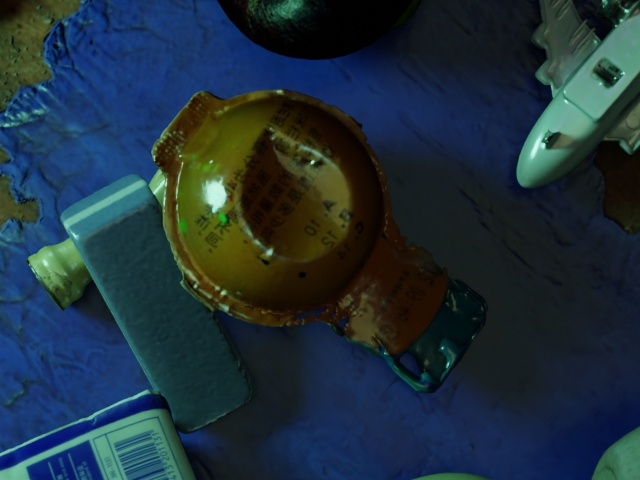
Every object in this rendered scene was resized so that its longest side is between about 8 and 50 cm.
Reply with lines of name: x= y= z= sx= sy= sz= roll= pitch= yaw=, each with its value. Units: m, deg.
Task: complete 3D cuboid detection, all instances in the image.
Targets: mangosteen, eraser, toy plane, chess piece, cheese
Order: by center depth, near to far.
cheese: x=0.000 y=0.000 z=1.478 sx=0.329 sy=0.129 sz=0.217 roll=38 pitch=73 yaw=-10
mangosteen: x=0.006 y=-0.271 z=1.479 sx=0.216 sy=0.216 sz=0.216 roll=0 pitch=85 yaw=-1
eraser: x=-0.139 y=0.056 z=1.488 sx=0.082 sy=0.036 sz=0.225 roll=-30 pitch=104 yaw=-9
toy plane: x=0.261 y=-0.148 z=1.511 sx=0.251 sy=0.101 sz=0.255 roll=42 pitch=86 yaw=15
chess piece: x=-0.177 y=-0.010 z=1.517 sx=0.172 sy=0.060 sz=0.060 roll=-36 pitch=86 yaw=-6

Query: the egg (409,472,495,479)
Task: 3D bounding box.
egg: x=0.082 y=0.299 z=1.425 sx=0.186 sy=0.186 sz=0.241 roll=44 pitch=75 yaw=3

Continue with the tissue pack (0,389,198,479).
tissue pack: x=-0.170 y=0.290 z=1.414 sx=0.209 sy=0.137 sz=0.270 roll=-25 pitch=60 yaw=-6

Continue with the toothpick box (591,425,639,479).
toothpick box: x=0.422 y=0.320 z=1.326 sx=0.425 sy=0.409 sz=0.409 roll=6 pitch=85 yaw=1
